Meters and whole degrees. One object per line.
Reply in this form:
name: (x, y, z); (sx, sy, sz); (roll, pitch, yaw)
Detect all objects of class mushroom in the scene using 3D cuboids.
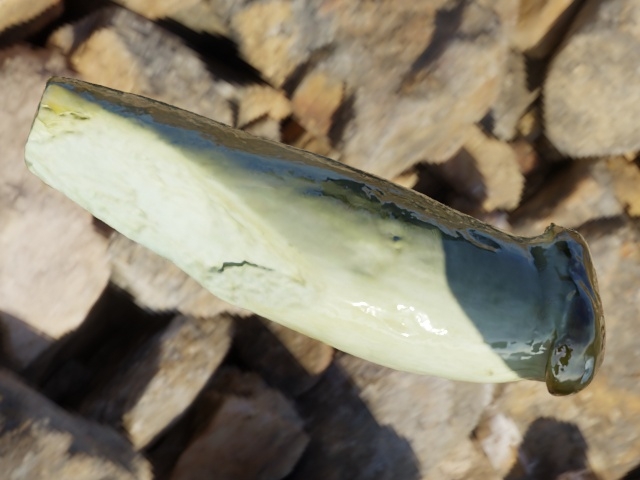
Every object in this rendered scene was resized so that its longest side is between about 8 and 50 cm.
mushroom: (0.000, 0.003, 0.897); (0.333, 0.087, 0.107); (18, 39, -9)
